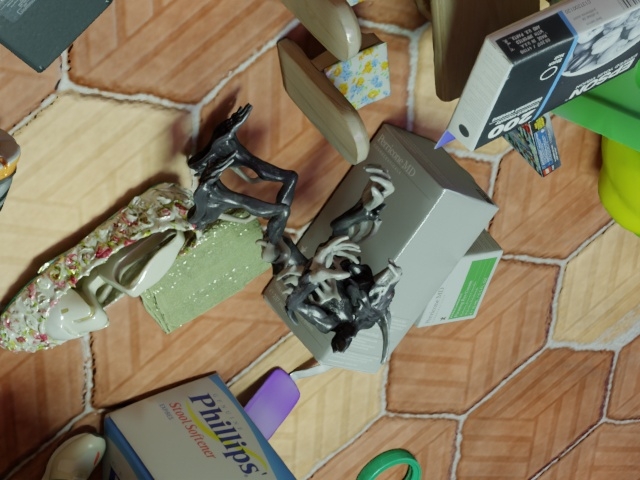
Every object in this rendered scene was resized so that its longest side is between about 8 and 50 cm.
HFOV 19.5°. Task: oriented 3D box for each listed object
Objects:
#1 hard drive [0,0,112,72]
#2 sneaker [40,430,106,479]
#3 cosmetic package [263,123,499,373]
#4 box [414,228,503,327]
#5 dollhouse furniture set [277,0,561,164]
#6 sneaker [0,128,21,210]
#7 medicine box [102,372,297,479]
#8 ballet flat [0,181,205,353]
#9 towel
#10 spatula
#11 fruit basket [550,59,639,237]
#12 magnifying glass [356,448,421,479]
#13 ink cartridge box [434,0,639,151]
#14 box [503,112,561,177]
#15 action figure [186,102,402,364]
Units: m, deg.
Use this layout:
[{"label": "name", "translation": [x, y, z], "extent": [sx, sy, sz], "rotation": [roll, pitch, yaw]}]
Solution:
[{"label": "hard drive", "translation": [-0.246, -0.207, 1.564], "extent": [0.094, 0.022, 0.135], "rotation": [-45, 142, 4]}, {"label": "sneaker", "translation": [-0.273, 0.279, 1.979], "extent": [0.161, 0.075, 0.057], "rotation": [-49, 142, 11]}, {"label": "cosmetic package", "translation": [0.063, 0.011, 1.961], "extent": [0.107, 0.127, 0.238], "rotation": [12, 117, -46]}, {"label": "box", "translation": [0.128, 0.023, 2.048], "extent": [0.087, 0.102, 0.101], "rotation": [-7, 133, -33]}, {"label": "dollhouse furniture set", "translation": [0.164, -0.272, 1.660], "extent": [0.362, 0.256, 0.394], "rotation": [-27, 140, -17]}, {"label": "sneaker", "translation": [-0.356, -0.028, 1.602], "extent": [0.215, 0.084, 0.083], "rotation": [-18, 142, -28]}, {"label": "medicine box", "translation": [-0.118, 0.344, 2.021], "extent": [0.149, 0.263, 0.289], "rotation": [-19, 137, -26]}, {"label": "ballet flat", "translation": [-0.211, 0.037, 1.793], "extent": [0.241, 0.077, 0.091], "rotation": [-42, 144, 2]}, {"label": "towel", "translation": [-0.119, 0.026, 1.901], "extent": [0.148, 0.027, 0.110], "rotation": [-34, 141, -7]}, {"label": "spatula", "translation": [0.018, 0.131, 2.119], "extent": [0.296, 0.030, 0.084], "rotation": [-38, 144, -4]}, {"label": "fruit basket", "translation": [0.427, -0.139, 2.039], "extent": [0.392, 0.283, 0.392], "rotation": [-15, 118, -30]}, {"label": "magnifying glass", "translation": [0.103, 0.342, 2.409], "extent": [0.092, 0.026, 0.231], "rotation": [-36, 140, -7]}, {"label": "ink cartridge box", "translation": [0.221, -0.161, 1.741], "extent": [0.206, 0.045, 0.208], "rotation": [-27, 163, -22]}, {"label": "box", "translation": [0.193, -0.138, 1.915], "extent": [0.027, 0.137, 0.094], "rotation": [-33, 141, -9]}, {"label": "action figure", "translation": [0.000, 0.000, 1.794], "extent": [0.276, 0.164, 0.141], "rotation": [41, 125, -20]}]
